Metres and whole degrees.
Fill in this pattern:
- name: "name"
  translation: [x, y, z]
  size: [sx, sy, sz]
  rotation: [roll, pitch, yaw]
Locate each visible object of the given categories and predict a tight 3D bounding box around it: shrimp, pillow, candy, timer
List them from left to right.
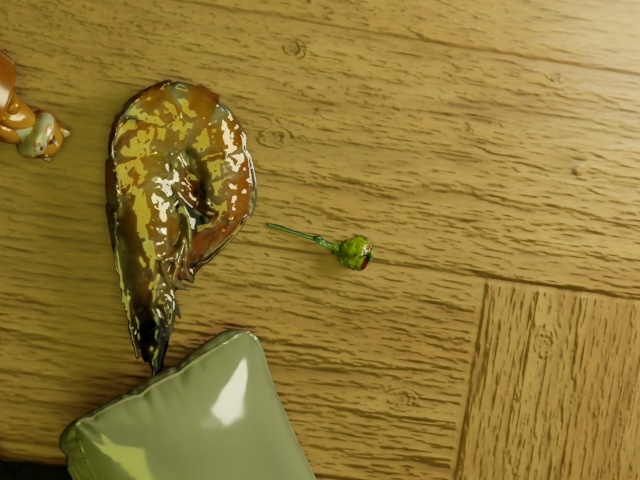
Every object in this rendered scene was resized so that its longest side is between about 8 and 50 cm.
- name: "timer"
  translation: [-0.331, -0.129, 1.587]
  size: [0.152, 0.132, 0.132]
  rotation: [28, 93, -33]
- name: "shrimp"
  translation: [-0.149, -0.013, 1.644]
  size: [0.164, 0.062, 0.317]
  rotation: [0, 95, -11]
- name: "pillow"
  translation: [-0.115, 0.283, 1.635]
  size: [0.255, 0.119, 0.322]
  rotation: [-29, 102, -29]
- name: "candy"
  translation: [0.000, 0.000, 1.684]
  size: [0.123, 0.035, 0.035]
  rotation: [20, 51, -1]

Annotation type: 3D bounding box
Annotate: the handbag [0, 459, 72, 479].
- name: "handbag"
  translation: [-0.280, 0.363, 1.659]
  size: [0.211, 0.088, 0.254]
  rotation: [11, 88, -14]
